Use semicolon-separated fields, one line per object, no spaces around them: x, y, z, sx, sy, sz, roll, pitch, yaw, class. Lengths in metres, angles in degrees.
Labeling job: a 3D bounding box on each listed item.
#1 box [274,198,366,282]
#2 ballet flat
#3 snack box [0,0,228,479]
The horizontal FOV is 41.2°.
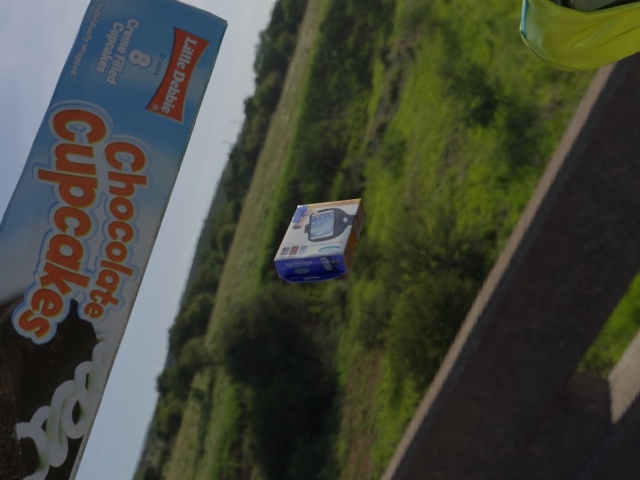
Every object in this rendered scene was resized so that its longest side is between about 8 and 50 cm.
0.000;0.000;0.963;0.136;0.081;0.028;-68;-32;-56;box
0.203;-0.152;0.403;0.077;0.231;0.077;35;-144;-58;ballet flat
-0.130;0.068;0.375;0.187;0.060;0.322;146;142;-67;snack box
